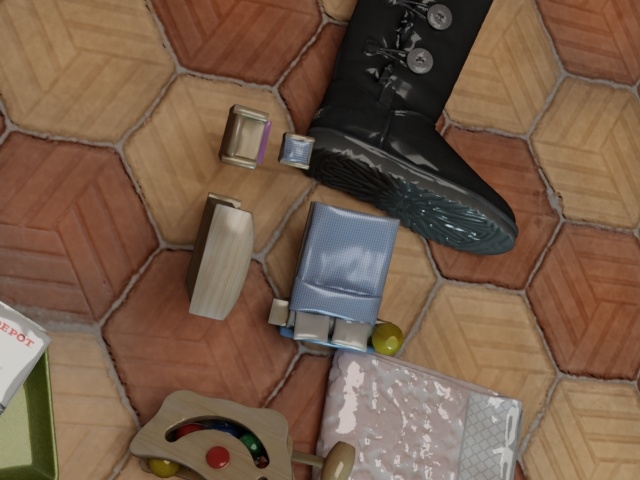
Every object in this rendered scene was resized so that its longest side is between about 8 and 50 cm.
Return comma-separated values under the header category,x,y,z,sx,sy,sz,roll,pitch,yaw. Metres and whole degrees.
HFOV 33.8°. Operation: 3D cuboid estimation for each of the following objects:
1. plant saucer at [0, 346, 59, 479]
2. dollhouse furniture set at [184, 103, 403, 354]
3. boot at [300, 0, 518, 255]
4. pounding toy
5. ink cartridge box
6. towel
category,x,y,z,sx,sy,sz,roll,pitch,yaw
plant saucer,-0.425,0.216,1.287,0.188,0.045,0.188,-3,81,-24
dollhouse furniture set,0.000,0.000,1.369,0.303,0.198,0.286,14,95,-11
boot,0.194,-0.244,1.605,0.367,0.146,0.445,27,66,-18
pounding toy,-0.101,0.307,1.354,0.270,0.155,0.154,11,60,11
ink cartridge box,-0.434,0.159,1.222,0.148,0.086,0.203,36,67,-13
towel,0.135,0.346,1.496,0.317,0.053,0.331,17,72,-19
